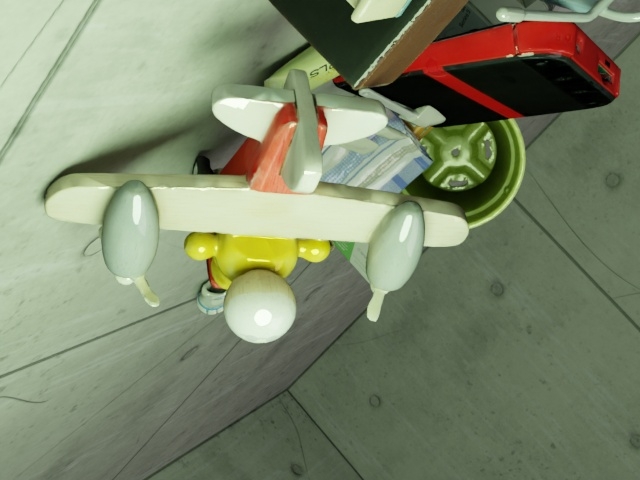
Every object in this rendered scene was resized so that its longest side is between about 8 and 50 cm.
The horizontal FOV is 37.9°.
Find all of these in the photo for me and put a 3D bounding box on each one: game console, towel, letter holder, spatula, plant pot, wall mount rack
[{"bbox_3d":[0.249,-0.243,1.405,0.342,0.060,0.386,-3,175,30],"label":"game console"},{"bbox_3d":[0.075,-0.134,1.633,0.209,0.034,0.285,-42,146,6],"label":"towel"},{"bbox_3d":[0.123,-0.331,1.033,0.302,0.152,0.214,-47,169,25],"label":"letter holder"},{"bbox_3d":[0.075,-0.187,1.444,0.168,0.019,0.242,-16,163,30],"label":"spatula"},{"bbox_3d":[0.271,-0.174,1.896,0.276,0.276,0.254,-45,180,14],"label":"plant pot"},{"bbox_3d":[0.280,-0.363,1.212,0.304,0.350,0.130,-42,133,-11],"label":"wall mount rack"}]

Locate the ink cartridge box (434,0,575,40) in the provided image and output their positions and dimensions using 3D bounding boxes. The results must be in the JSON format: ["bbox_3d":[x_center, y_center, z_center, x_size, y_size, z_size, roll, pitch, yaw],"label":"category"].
[{"bbox_3d":[0.331,-0.385,1.582,0.273,0.115,0.198,-37,168,-21],"label":"ink cartridge box"}]

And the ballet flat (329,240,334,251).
[{"bbox_3d":[0.000,0.000,2.067,0.057,0.052,0.168,-43,168,9],"label":"ballet flat"}]

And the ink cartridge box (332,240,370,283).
[{"bbox_3d":[0.155,-0.025,2.215,0.219,0.160,0.092,-45,168,10],"label":"ink cartridge box"}]

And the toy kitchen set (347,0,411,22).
[{"bbox_3d":[0.063,-0.325,0.810,0.122,0.166,0.207,-31,164,-43],"label":"toy kitchen set"}]

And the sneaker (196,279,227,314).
[{"bbox_3d":[-0.153,0.068,1.793,0.191,0.071,0.083,-37,162,-24],"label":"sneaker"}]

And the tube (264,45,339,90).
[{"bbox_3d":[0.022,-0.247,1.241,0.240,0.062,0.070,-33,126,-16],"label":"tube"}]

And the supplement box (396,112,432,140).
[{"bbox_3d":[0.146,-0.209,1.727,0.233,0.080,0.078,-41,169,6],"label":"supplement box"}]

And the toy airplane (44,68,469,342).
[{"bbox_3d":[-0.059,-0.019,1.095,0.386,0.272,0.384,-8,162,26],"label":"toy airplane"}]
